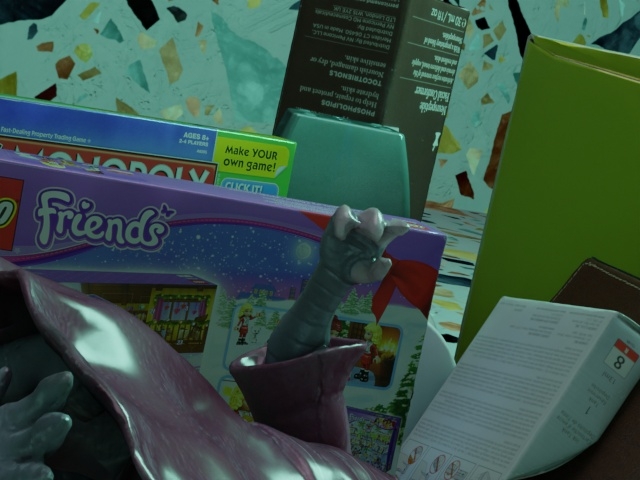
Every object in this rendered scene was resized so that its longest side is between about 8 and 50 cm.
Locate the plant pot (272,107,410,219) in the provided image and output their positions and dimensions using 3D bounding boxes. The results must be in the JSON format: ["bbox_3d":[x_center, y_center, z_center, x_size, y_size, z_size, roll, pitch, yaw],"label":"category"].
[{"bbox_3d":[0.000,0.000,1.379,0.165,0.234,0.166,11,6,-6],"label":"plant pot"}]

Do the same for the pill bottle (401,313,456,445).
[{"bbox_3d":[0.001,0.079,1.070,0.153,0.153,0.265,10,7,-16],"label":"pill bottle"}]

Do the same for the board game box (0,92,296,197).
[{"bbox_3d":[-0.173,0.004,1.147,0.317,0.213,0.046,5,9,-39],"label":"board game box"}]

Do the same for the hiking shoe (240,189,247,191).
[{"bbox_3d":[-0.140,0.065,0.918,0.304,0.113,0.132,-22,28,-6],"label":"hiking shoe"}]

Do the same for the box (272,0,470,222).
[{"bbox_3d":[0.040,-0.102,1.670,0.143,0.381,0.191,17,9,24],"label":"box"}]

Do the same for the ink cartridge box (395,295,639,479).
[{"bbox_3d":[0.108,0.119,0.876,0.045,0.179,0.145,36,-10,-17],"label":"ink cartridge box"}]

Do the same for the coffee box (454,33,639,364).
[{"bbox_3d":[0.318,0.031,1.220,0.338,0.337,0.334,14,8,14],"label":"coffee box"}]

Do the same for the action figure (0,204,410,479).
[{"bbox_3d":[-0.030,0.143,0.643,0.370,0.276,0.248,29,26,-43],"label":"action figure"}]

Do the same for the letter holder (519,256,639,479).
[{"bbox_3d":[0.196,0.160,0.877,0.152,0.214,0.302,43,-1,-15],"label":"letter holder"}]

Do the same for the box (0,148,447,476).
[{"bbox_3d":[-0.088,0.066,0.830,0.293,0.201,0.057,10,7,-19],"label":"box"}]
